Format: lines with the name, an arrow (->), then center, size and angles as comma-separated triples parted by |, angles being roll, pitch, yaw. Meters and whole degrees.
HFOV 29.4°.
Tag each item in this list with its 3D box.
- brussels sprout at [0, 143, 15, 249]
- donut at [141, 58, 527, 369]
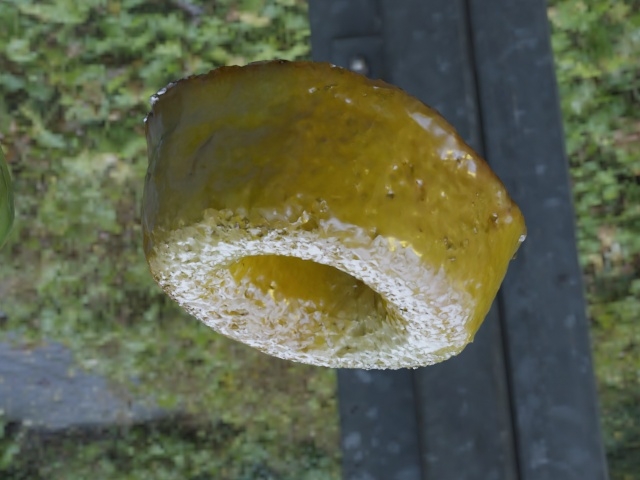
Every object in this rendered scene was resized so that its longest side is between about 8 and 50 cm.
brussels sprout -> -0.284, -0.051, 0.585 | 0.259, 0.227, 0.294 | -13, 156, -36
donut -> 0.002, 0.001, 0.821 | 0.277, 0.108, 0.277 | 10, 154, 5
